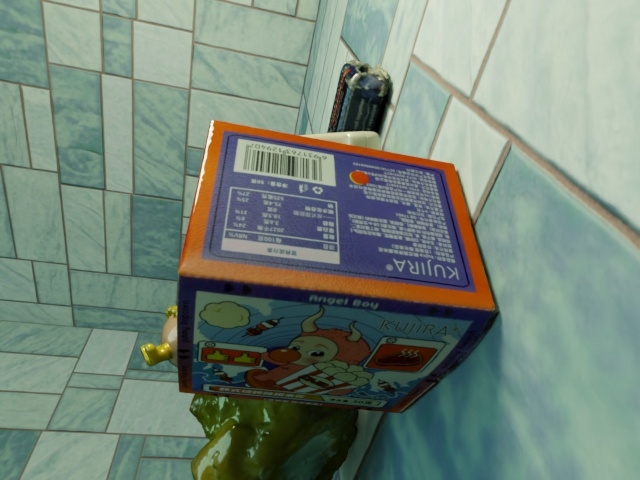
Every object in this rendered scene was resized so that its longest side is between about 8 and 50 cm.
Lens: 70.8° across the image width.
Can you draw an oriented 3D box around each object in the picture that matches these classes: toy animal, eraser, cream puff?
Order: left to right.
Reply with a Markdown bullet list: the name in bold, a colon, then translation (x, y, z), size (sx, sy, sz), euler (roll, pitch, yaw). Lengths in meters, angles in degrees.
- **toy animal**: translation (-0.194, 0.158, 0.795), size (0.156, 0.229, 0.156), euler (34, 134, 46)
- **cream puff**: translation (-0.098, 0.335, 0.883), size (0.275, 0.378, 0.379), euler (32, 120, 37)
- **eraser**: translation (0.069, -0.250, 1.081), size (0.155, 0.101, 0.333), euler (-100, 21, -56)

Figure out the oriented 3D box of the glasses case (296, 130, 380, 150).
- **glasses case**: translation (0.002, -0.165, 1.001), size (0.336, 0.076, 0.144), euler (15, 111, 57)

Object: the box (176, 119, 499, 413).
- **box**: translation (-0.008, 0.059, 0.635), size (0.319, 0.348, 0.257), euler (112, 162, -48)
